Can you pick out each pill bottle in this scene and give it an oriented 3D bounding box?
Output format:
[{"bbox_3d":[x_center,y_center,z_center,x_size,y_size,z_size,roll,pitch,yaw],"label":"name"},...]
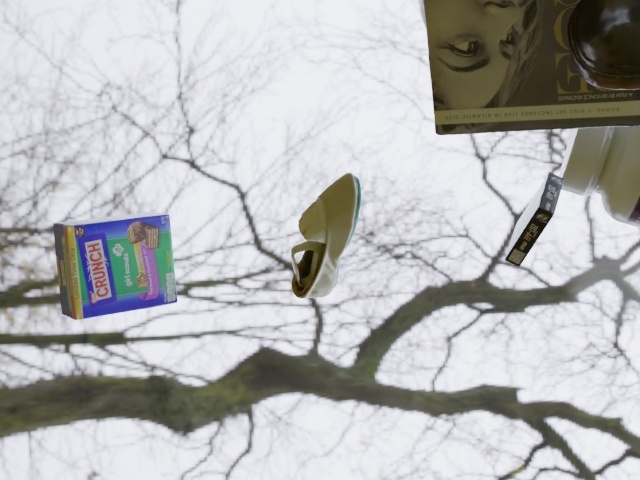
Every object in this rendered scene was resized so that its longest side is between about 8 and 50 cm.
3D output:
[{"bbox_3d":[0.476,-0.087,1.292,0.301,0.169,0.169,17,-72,8],"label":"pill bottle"}]

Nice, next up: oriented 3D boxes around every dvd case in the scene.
[{"bbox_3d":[0.160,-0.189,0.745,0.164,0.018,0.221,-1,-64,16],"label":"dvd case"}]

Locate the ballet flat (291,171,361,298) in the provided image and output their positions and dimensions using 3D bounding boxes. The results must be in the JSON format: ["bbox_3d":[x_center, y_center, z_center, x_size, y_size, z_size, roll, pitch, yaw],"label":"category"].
[{"bbox_3d":[0.000,0.000,1.457,0.248,0.086,0.086,103,-33,-45],"label":"ballet flat"}]

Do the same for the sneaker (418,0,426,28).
[{"bbox_3d":[0.129,-0.287,0.938,0.315,0.127,0.182,80,-7,-62],"label":"sneaker"}]

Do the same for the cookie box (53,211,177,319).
[{"bbox_3d":[-0.199,0.023,0.957,0.040,0.107,0.092,6,-77,56],"label":"cookie box"}]

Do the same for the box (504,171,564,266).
[{"bbox_3d":[0.225,-0.022,1.039,0.067,0.018,0.083,-60,176,-47],"label":"box"}]

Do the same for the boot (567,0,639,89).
[{"bbox_3d":[0.190,-0.177,0.586,0.082,0.219,0.106,3,-53,20],"label":"boot"}]
